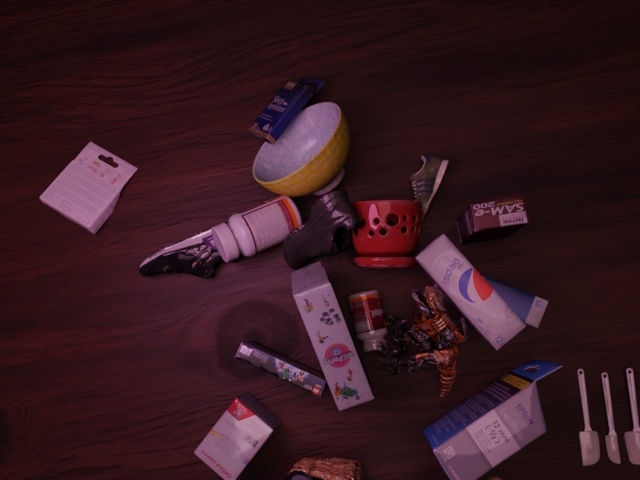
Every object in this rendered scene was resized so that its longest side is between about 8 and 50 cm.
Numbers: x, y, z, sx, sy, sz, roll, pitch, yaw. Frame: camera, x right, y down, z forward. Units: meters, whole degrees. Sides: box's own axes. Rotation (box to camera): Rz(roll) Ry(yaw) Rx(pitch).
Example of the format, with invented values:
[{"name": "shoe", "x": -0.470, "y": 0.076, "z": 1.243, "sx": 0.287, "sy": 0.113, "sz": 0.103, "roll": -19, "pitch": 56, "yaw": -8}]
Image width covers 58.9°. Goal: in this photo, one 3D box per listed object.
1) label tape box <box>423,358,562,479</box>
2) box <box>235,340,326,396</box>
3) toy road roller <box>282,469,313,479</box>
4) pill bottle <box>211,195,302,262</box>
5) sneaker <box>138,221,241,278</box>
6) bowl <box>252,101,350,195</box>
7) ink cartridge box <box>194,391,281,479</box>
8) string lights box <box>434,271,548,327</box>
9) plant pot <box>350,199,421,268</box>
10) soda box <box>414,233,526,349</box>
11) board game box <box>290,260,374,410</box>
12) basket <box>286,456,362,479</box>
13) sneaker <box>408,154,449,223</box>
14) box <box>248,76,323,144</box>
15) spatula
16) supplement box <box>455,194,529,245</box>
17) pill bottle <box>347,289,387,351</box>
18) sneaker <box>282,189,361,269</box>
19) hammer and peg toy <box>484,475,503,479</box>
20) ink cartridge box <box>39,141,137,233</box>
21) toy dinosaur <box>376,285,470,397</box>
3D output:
[{"name": "label tape box", "x": 0.427, "y": 0.426, "z": 1.362, "sx": 0.347, "sy": 0.249, "sz": 0.115, "roll": -32, "pitch": 81, "yaw": 0}, {"name": "box", "x": -0.093, "y": 0.329, "z": 1.466, "sx": 0.233, "sy": 0.159, "sz": 0.044, "roll": 23, "pitch": 83, "yaw": 8}, {"name": "toy road roller", "x": -0.100, "y": 0.695, "z": 1.237, "sx": 0.202, "sy": 0.240, "sz": 0.330, "roll": -49, "pitch": 57, "yaw": 25}, {"name": "pill bottle", "x": -0.168, "y": -0.030, "z": 1.508, "sx": 0.221, "sy": 0.121, "sz": 0.121, "roll": -24, "pitch": 80, "yaw": -19}, {"name": "sneaker", "x": -0.356, "y": 0.059, "z": 1.556, "sx": 0.283, "sy": 0.107, "sz": 0.124, "roll": -24, "pitch": 86, "yaw": 1}, {"name": "bowl", "x": -0.024, "y": -0.213, "z": 1.519, "sx": 0.289, "sy": 0.289, "sz": 0.156, "roll": -44, "pitch": 124, "yaw": -2}, {"name": "ink cartridge box", "x": -0.212, "y": 0.508, "z": 1.468, "sx": 0.128, "sy": 0.127, "sz": 0.176, "roll": 39, "pitch": 87, "yaw": 8}, {"name": "string lights box", "x": 0.430, "y": 0.138, "z": 1.459, "sx": 0.259, "sy": 0.133, "sz": 0.077, "roll": 23, "pitch": 87, "yaw": 7}, {"name": "plant pot", "x": 0.166, "y": -0.014, "z": 1.478, "sx": 0.191, "sy": 0.191, "sz": 0.174, "roll": 1, "pitch": 89, "yaw": 5}, {"name": "soda box", "x": 0.351, "y": 0.120, "z": 1.352, "sx": 0.091, "sy": 0.098, "sz": 0.286, "roll": -41, "pitch": 83, "yaw": 4}, {"name": "board game box", "x": 0.025, "y": 0.224, "z": 1.394, "sx": 0.097, "sy": 0.224, "sz": 0.303, "roll": -20, "pitch": 102, "yaw": 1}, {"name": "basket", "x": -0.007, "y": 0.700, "z": 1.378, "sx": 0.213, "sy": 0.223, "sz": 0.299, "roll": 1, "pitch": 84, "yaw": 6}, {"name": "sneaker", "x": 0.278, "y": -0.146, "z": 1.550, "sx": 0.086, "sy": 0.064, "sz": 0.192, "roll": 23, "pitch": 84, "yaw": 14}, {"name": "box", "x": -0.099, "y": -0.374, "z": 1.582, "sx": 0.225, "sy": 0.136, "sz": 0.036, "roll": -51, "pitch": 125, "yaw": -4}, {"name": "spatula", "x": 0.743, "y": 0.448, "z": 1.451, "sx": 0.168, "sy": 0.019, "sz": 0.242, "roll": -4, "pitch": 81, "yaw": 10}, {"name": "supplement box", "x": 0.426, "y": -0.046, "z": 1.430, "sx": 0.130, "sy": 0.239, "sz": 0.073, "roll": -10, "pitch": 82, "yaw": 3}, {"name": "pill bottle", "x": 0.129, "y": 0.211, "z": 1.500, "sx": 0.086, "sy": 0.086, "sz": 0.152, "roll": -13, "pitch": 82, "yaw": 3}, {"name": "sneaker", "x": 0.000, "y": 0.000, "z": 1.465, "sx": 0.130, "sy": 0.109, "sz": 0.286, "roll": 56, "pitch": 134, "yaw": 20}, {"name": "hammer and peg toy", "x": 0.321, "y": 0.708, "z": 1.308, "sx": 0.266, "sy": 0.127, "sz": 0.361, "roll": 52, "pitch": 128, "yaw": 8}, {"name": "ink cartridge box", "x": -0.665, "y": -0.155, "z": 1.647, "sx": 0.181, "sy": 0.056, "sz": 0.225, "roll": 29, "pitch": 67, "yaw": 8}, {"name": "toy dinosaur", "x": 0.267, "y": 0.265, "z": 1.412, "sx": 0.218, "sy": 0.164, "sz": 0.322, "roll": -7, "pitch": 97, "yaw": 25}]
